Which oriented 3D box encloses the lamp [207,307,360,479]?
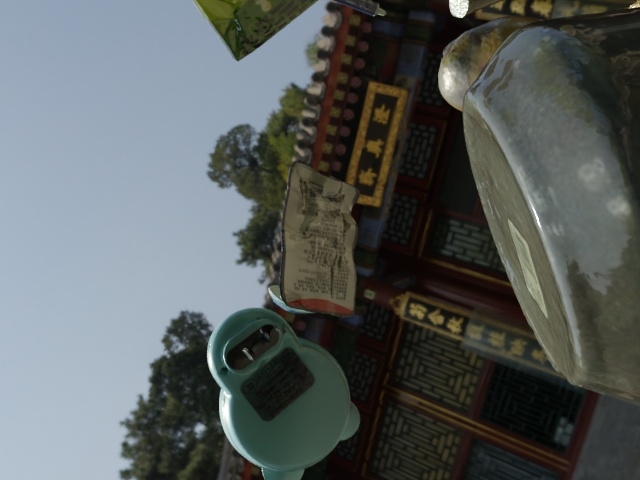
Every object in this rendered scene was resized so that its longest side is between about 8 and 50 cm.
[{"bbox_3d":[-0.070,0.238,1.010,0.209,0.147,0.284,-37,-67,-21],"label":"lamp"}]

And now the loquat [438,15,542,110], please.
[{"bbox_3d":[0.335,-0.321,1.186,0.179,0.227,0.179,-12,-90,-67],"label":"loquat"}]

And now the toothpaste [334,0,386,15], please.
[{"bbox_3d":[0.045,-0.394,1.027,0.021,0.140,0.037,148,133,-61],"label":"toothpaste"}]

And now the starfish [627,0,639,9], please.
[{"bbox_3d":[0.545,-0.357,0.996,0.074,0.146,0.190,-36,-51,-63],"label":"starfish"}]

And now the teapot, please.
[{"bbox_3d":[0.291,-0.034,0.388,0.253,0.344,0.300,-39,-71,-80],"label":"teapot"}]

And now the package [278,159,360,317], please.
[{"bbox_3d":[0.000,0.000,0.993,0.166,0.040,0.232,14,-106,-43],"label":"package"}]

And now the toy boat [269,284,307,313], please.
[{"bbox_3d":[-0.019,0.094,1.097,0.105,0.149,0.034,37,-131,-36],"label":"toy boat"}]

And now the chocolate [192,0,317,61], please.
[{"bbox_3d":[-0.168,-0.632,1.521,0.301,0.137,0.289,-37,-25,2],"label":"chocolate"}]

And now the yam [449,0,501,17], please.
[{"bbox_3d":[0.371,-0.554,1.404,0.169,0.068,0.068,-27,-42,-16],"label":"yam"}]
